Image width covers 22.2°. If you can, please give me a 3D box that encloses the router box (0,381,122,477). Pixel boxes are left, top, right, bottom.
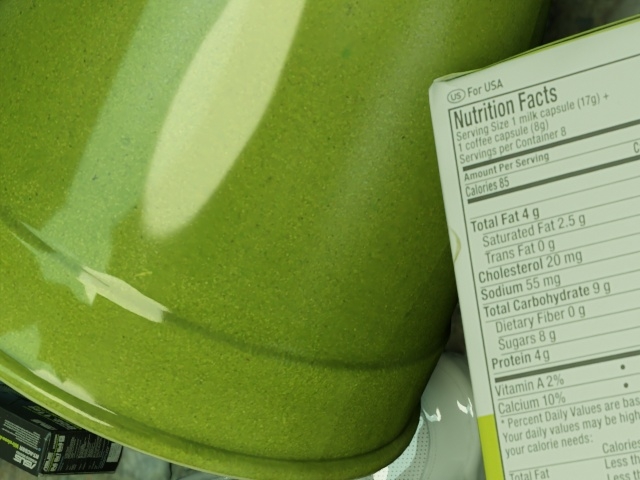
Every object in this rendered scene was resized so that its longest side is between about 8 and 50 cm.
[{"bbox_3d":[-0.229,0.146,1.281,0.122,0.092,0.038,20,96,31],"label":"router box"}]

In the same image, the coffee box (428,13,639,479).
[{"bbox_3d":[0.298,0.055,0.819,0.338,0.338,0.334,-15,77,31],"label":"coffee box"}]

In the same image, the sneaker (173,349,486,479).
[{"bbox_3d":[-0.054,0.200,1.097,0.366,0.210,0.137,-40,67,23],"label":"sneaker"}]

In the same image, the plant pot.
[{"bbox_3d":[-0.027,-0.110,0.944,0.366,0.366,0.353,40,114,28],"label":"plant pot"}]
